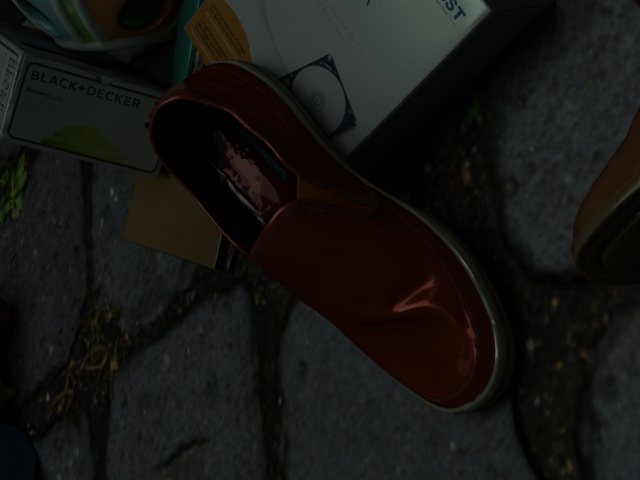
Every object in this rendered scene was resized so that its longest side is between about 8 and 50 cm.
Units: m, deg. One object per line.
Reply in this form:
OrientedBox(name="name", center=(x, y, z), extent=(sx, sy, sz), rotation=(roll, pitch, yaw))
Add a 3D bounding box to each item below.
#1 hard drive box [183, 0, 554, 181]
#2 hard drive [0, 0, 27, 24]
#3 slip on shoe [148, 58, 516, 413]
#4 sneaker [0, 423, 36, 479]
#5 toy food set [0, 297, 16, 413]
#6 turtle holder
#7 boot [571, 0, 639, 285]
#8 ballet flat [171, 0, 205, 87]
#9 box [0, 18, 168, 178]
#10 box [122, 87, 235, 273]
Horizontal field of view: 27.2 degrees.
OrientedBox(name="hard drive box", center=(0.028, -0.168, 0.986), extent=(0.232, 0.089, 0.181), rotation=(-45, 73, 38))
OrientedBox(name="hard drive", center=(-0.356, -0.388, 1.506), extent=(0.233, 0.047, 0.353), rotation=(-60, -9, -51))
OrientedBox(name="slip on shoe", center=(0.000, 0.000, 0.933), extent=(0.331, 0.101, 0.123), rotation=(46, 126, 16))
OrientedBox(name="sneaker", center=(-0.353, 0.290, 1.437), extent=(0.092, 0.087, 0.228), rotation=(-59, 36, 27))
OrientedBox(name="toy food set", center=(-0.401, 0.116, 1.559), extent=(0.128, 0.071, 0.217), rotation=(90, 166, -69))
OrientedBox(name="turtle holder", center=(-0.247, -0.315, 1.341), extent=(0.320, 0.243, 0.227), rotation=(6, 111, 33))
OrientedBox(name="boot", center=(0.208, -0.132, 0.757), extent=(0.283, 0.109, 0.220), rotation=(-55, 41, 25))
OrientedBox(name="ballet flat", center=(-0.086, -0.242, 1.199), extent=(0.095, 0.096, 0.280), rotation=(-155, 65, -74))
OrientedBox(name="box", center=(-0.273, -0.157, 1.371), extent=(0.290, 0.169, 0.087), rotation=(34, 108, 59))
OrientedBox(name="box", center=(-0.125, -0.064, 1.285), extent=(0.201, 0.021, 0.164), rotation=(15, 91, 55))
